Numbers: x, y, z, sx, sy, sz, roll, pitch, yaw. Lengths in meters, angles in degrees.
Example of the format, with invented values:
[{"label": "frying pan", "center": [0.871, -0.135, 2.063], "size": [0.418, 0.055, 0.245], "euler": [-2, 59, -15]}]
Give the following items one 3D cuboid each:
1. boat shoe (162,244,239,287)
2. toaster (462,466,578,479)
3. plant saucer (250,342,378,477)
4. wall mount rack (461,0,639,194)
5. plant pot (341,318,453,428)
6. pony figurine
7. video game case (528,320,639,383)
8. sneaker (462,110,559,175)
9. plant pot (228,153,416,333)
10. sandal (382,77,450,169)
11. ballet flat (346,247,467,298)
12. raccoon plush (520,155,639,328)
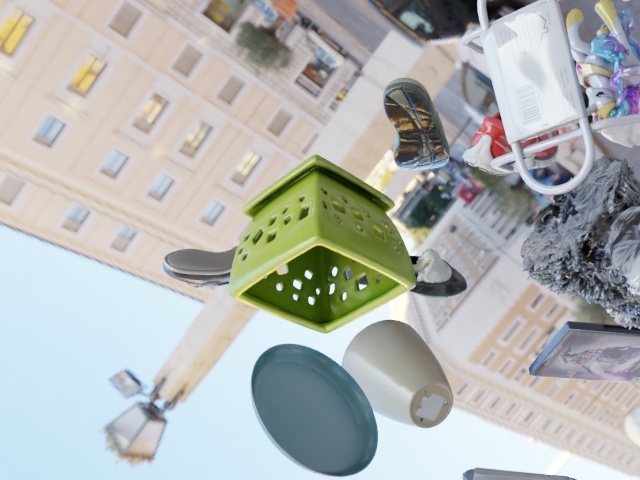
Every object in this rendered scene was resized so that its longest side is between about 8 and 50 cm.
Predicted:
[{"label": "boat shoe", "center": [-0.253, 0.079, 1.940], "size": [0.112, 0.095, 0.335], "euler": [37, -156, 29]}, {"label": "toaster", "center": [0.252, 0.377, 0.962], "size": [0.129, 0.147, 0.227], "euler": [-67, -31, -56]}, {"label": "plant saucer", "center": [-0.018, 0.357, 1.671], "size": [0.318, 0.043, 0.317], "euler": [28, -147, -20]}, {"label": "wall mount rack", "center": [0.369, -0.244, 1.140], "size": [0.130, 0.304, 0.350], "euler": [3, -107, -54]}, {"label": "plant pot", "center": [0.225, 0.373, 2.095], "size": [0.256, 0.256, 0.274], "euler": [33, 180, -27]}, {"label": "pony figurine", "center": [0.700, -0.384, 1.863], "size": [0.351, 0.303, 0.363], "euler": [3, -122, -21]}, {"label": "video game case", "center": [0.588, 0.230, 1.623], "size": [0.274, 0.196, 0.026], "euler": [4, -127, -10]}, {"label": "sneaker", "center": [0.362, -0.193, 1.421], "size": [0.107, 0.118, 0.279], "euler": [33, -147, 25]}, {"label": "plant pot", "center": [0.000, 0.000, 1.345], "size": [0.228, 0.227, 0.207], "euler": [27, -135, -35]}, {"label": "sandal", "center": [0.202, -0.241, 1.654], "size": [0.120, 0.086, 0.302], "euler": [-1, 149, 13]}, {"label": "ballet flat", "center": [0.191, 0.063, 1.686], "size": [0.281, 0.096, 0.095], "euler": [5, -133, -14]}, {"label": "raccoon plush", "center": [0.466, 0.076, 1.126], "size": [0.299, 0.216, 0.446], "euler": [36, -157, -10]}]
